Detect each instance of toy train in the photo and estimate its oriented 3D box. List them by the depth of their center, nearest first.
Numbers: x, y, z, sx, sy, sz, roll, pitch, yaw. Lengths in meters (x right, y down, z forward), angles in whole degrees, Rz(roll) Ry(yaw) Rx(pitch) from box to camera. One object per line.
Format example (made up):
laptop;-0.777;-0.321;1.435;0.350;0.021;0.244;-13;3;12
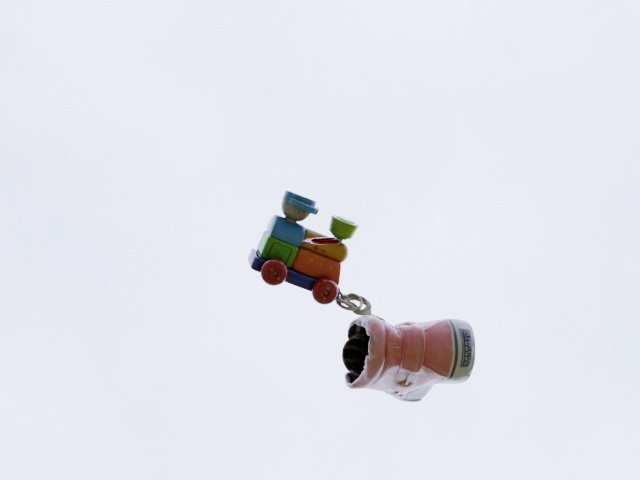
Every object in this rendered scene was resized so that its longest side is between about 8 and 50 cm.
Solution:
toy train;0.022;0.025;1.074;0.248;0.105;0.143;22;-81;-16

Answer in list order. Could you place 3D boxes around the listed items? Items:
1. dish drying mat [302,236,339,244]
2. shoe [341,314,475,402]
dish drying mat;0.000;0.000;0.738;0.032;0.083;0.008;-3;-89;-7
shoe;0.054;0.094;0.545;0.081;0.178;0.064;6;-107;-9
